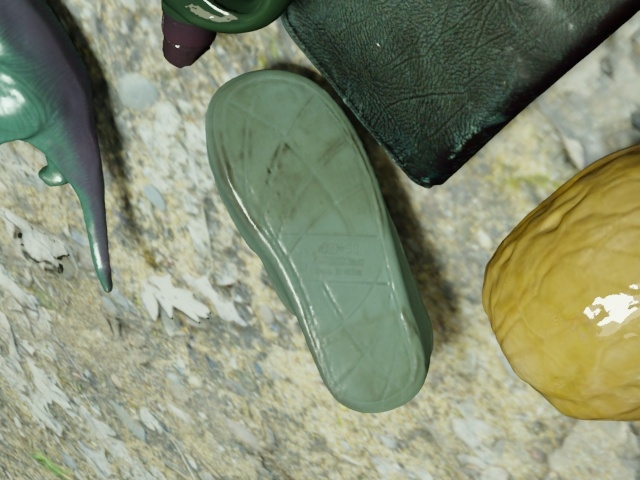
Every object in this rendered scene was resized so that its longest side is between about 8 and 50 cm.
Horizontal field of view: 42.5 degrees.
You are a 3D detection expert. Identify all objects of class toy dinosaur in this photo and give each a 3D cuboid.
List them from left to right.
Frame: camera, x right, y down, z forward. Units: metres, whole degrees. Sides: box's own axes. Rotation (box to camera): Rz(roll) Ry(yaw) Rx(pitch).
[{"bbox_3d":[-0.234,-0.181,0.637,0.383,0.129,0.331,44,128,0],"label":"toy dinosaur"}]

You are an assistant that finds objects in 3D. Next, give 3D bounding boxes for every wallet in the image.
[{"bbox_3d":[0.093,-0.164,0.414,0.172,0.045,0.318,50,142,4],"label":"wallet"}]

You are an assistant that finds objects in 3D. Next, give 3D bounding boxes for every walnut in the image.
[{"bbox_3d":[0.169,0.022,0.428,0.180,0.144,0.144,-33,98,39],"label":"walnut"}]

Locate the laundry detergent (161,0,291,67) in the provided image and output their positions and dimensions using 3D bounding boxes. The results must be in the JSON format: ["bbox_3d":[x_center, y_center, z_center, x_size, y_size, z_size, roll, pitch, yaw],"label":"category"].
[{"bbox_3d":[-0.058,-0.189,0.487,0.144,0.078,0.222,46,139,25],"label":"laundry detergent"}]

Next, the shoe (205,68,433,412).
[{"bbox_3d":[0.000,0.000,0.590,0.100,0.103,0.251,-141,27,-87],"label":"shoe"}]
